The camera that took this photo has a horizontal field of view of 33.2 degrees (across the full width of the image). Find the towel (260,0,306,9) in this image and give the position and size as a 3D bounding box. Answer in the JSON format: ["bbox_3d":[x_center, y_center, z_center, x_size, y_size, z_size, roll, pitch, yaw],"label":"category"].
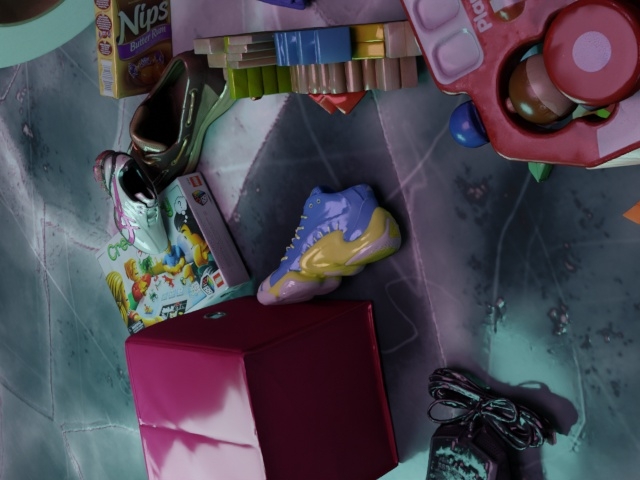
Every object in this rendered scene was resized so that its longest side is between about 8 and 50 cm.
[{"bbox_3d":[-0.090,-0.493,1.438,0.243,0.040,0.336,22,116,41],"label":"towel"}]

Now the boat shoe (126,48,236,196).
[{"bbox_3d":[-0.241,-0.173,1.623,0.342,0.123,0.123,-43,72,44],"label":"boat shoe"}]

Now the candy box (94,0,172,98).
[{"bbox_3d":[-0.284,-0.316,1.630,0.053,0.109,0.186,15,114,42],"label":"candy box"}]

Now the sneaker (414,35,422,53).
[{"bbox_3d":[0.167,-0.313,1.205,0.092,0.087,0.228,48,125,32],"label":"sneaker"}]

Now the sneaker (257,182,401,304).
[{"bbox_3d":[0.000,0.000,1.466,0.240,0.091,0.126,-27,73,29],"label":"sneaker"}]

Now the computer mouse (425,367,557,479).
[{"bbox_3d":[0.203,0.314,1.387,0.188,0.072,0.272,22,106,41],"label":"computer mouse"}]

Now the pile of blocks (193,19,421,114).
[{"bbox_3d":[-0.024,-0.214,1.374,0.362,0.149,0.112,6,107,44],"label":"pile of blocks"}]

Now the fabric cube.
[{"bbox_3d":[-0.083,0.229,1.505,0.258,0.254,0.259,0,102,46],"label":"fabric cube"}]

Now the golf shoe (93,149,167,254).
[{"bbox_3d":[-0.278,-0.050,1.631,0.086,0.067,0.186,15,138,47],"label":"golf shoe"}]

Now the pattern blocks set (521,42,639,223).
[{"bbox_3d":[0.340,-0.148,1.120,0.325,0.026,0.285,-15,92,47],"label":"pattern blocks set"}]

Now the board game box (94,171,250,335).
[{"bbox_3d":[-0.249,0.042,1.754,0.305,0.053,0.193,-36,77,45],"label":"board game box"}]

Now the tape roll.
[{"bbox_3d":[-0.443,-0.412,1.558,0.072,0.392,0.392,51,133,21],"label":"tape roll"}]

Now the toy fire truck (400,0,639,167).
[{"bbox_3d":[0.214,-0.211,1.066,0.254,0.169,0.302,-25,86,41],"label":"toy fire truck"}]
